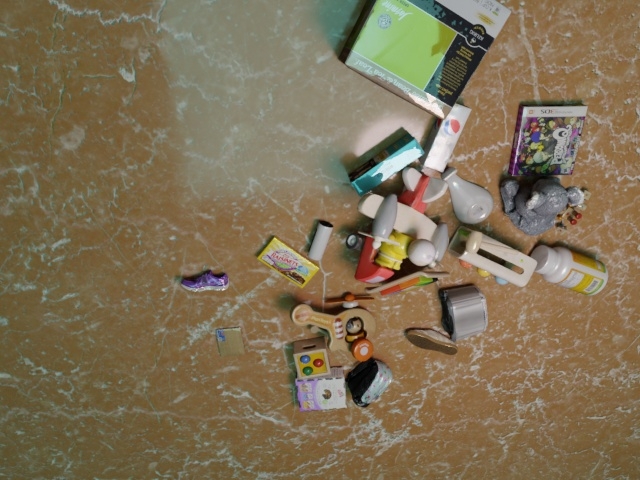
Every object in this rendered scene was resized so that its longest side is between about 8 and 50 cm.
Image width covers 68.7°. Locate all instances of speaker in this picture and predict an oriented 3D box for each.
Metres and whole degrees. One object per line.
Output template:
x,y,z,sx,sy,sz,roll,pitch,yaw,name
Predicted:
0.000,0.000,1.643,0.055,0.055,0.136,16,114,-10,speaker

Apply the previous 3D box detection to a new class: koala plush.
0.718,-0.125,1.506,0.197,0.221,0.203,-4,83,-3,koala plush

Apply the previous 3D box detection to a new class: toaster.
0.536,0.262,1.761,0.147,0.129,0.226,-14,113,-1,toaster

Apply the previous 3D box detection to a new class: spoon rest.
0.494,-0.157,1.600,0.137,0.084,0.276,-38,125,15,spoon rest

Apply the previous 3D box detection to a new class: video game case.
0.745,-0.329,1.545,0.211,0.041,0.231,-1,115,-2,video game case

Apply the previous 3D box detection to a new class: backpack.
0.199,0.560,1.879,0.115,0.152,0.182,25,108,-31,backpack

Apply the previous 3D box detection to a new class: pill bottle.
0.894,0.102,1.702,0.246,0.136,0.136,19,112,-12,pill bottle

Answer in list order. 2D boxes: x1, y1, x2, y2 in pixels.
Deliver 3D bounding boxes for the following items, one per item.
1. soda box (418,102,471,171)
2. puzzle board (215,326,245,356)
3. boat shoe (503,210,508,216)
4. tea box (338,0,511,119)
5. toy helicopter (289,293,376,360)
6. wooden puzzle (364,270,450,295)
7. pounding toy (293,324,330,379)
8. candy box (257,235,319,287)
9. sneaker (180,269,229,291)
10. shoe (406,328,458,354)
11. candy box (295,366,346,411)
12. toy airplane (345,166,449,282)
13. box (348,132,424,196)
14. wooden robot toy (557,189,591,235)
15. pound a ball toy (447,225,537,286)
0.397,-0.336,1.505,0.074,0.069,0.216,16,112,-11,soda box
-0.351,0.395,1.829,0.097,0.011,0.128,-5,114,0,puzzle board
0.714,-0.106,1.644,0.152,0.056,0.049,-2,110,-13,boat shoe
0.271,-0.567,1.308,0.329,0.220,0.323,25,110,-14,tea box
0.056,0.289,1.730,0.355,0.140,0.234,19,90,-24,toy helicopter
0.305,0.152,1.623,0.239,0.221,0.044,-21,75,33,wooden puzzle
-0.013,0.423,1.817,0.181,0.094,0.205,-10,115,1,pounding toy
-0.115,0.079,1.688,0.206,0.027,0.105,35,105,-18,candy box
-0.417,0.143,1.690,0.170,0.068,0.071,-2,100,-12,sneaker
0.440,0.395,1.859,0.219,0.058,0.076,20,132,-8,shoe
0.004,0.606,1.911,0.197,0.070,0.164,-4,115,2,candy box
0.288,-0.036,1.516,0.386,0.272,0.384,-21,136,-18,toy airplane
0.208,-0.246,1.518,0.244,0.100,0.060,-34,110,11,box
0.868,-0.106,1.644,0.079,0.076,0.173,28,110,-4,wooden robot toy
0.586,0.066,1.616,0.319,0.208,0.135,23,98,-15,pound a ball toy
